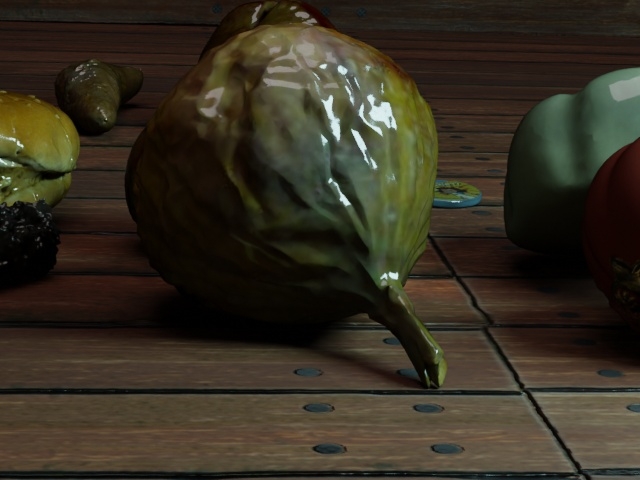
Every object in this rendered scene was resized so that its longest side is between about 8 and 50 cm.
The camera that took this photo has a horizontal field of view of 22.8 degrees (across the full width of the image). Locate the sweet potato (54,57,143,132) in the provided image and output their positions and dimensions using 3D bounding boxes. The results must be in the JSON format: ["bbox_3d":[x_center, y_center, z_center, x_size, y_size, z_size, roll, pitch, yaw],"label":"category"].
[{"bbox_3d":[-0.338,-0.224,2.369,0.114,0.092,0.341,18,14,-4],"label":"sweet potato"}]

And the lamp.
[{"bbox_3d":[0.335,0.000,1.358,0.227,0.227,0.227,2,14,0],"label":"lamp"}]

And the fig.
[{"bbox_3d":[0.000,0.000,1.360,0.286,0.286,0.369,-5,48,-28],"label":"fig"}]

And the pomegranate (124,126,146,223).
[{"bbox_3d":[-0.110,-0.062,1.650,0.205,0.159,0.159,2,10,-46],"label":"pomegranate"}]

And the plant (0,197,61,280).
[{"bbox_3d":[-0.314,0.011,1.474,0.087,0.085,0.174,-18,4,39],"label":"plant"}]

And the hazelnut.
[{"bbox_3d":[-0.052,-0.223,2.230,0.217,0.217,0.251,-8,27,-36],"label":"hazelnut"}]

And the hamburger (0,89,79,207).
[{"bbox_3d":[-0.344,-0.095,1.741,0.156,0.144,0.283,5,12,10],"label":"hamburger"}]

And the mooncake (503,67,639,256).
[{"bbox_3d":[0.312,-0.070,1.584,0.275,0.135,0.275,-1,-21,0],"label":"mooncake"}]

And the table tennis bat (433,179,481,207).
[{"bbox_3d":[0.137,-0.064,1.947,0.100,0.019,0.155,-4,17,-20],"label":"table tennis bat"}]
